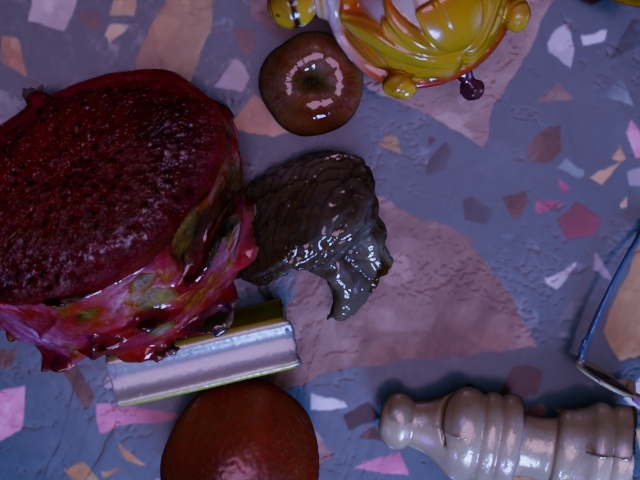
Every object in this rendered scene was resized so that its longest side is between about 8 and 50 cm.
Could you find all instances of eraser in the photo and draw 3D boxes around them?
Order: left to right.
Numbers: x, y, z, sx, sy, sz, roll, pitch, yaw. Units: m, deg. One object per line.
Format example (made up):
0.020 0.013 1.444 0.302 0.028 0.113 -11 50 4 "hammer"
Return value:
-0.140 0.130 1.712 0.226 0.158 0.069 -13 99 -1 "eraser"

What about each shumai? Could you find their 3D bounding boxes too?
0.000 0.000 1.728 0.206 0.166 0.175 -20 137 27 "shumai"

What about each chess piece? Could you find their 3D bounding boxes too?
0.222 0.251 1.771 0.307 0.124 0.138 9 138 1 "chess piece"

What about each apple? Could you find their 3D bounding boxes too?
-0.008 -0.185 1.714 0.126 0.102 0.126 0 93 3 "apple"

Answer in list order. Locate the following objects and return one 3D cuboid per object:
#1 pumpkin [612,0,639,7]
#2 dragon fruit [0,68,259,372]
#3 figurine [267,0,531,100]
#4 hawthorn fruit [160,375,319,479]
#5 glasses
0.258 -0.408 1.702 0.258 0.095 0.290 -4 95 10 "pumpkin"
-0.240 0.000 1.629 0.386 0.371 0.249 -27 132 1 "dragon fruit"
0.094 -0.312 1.640 0.320 0.196 0.323 -31 79 1 "figurine"
-0.088 0.244 1.729 0.197 0.196 0.225 11 65 -3 "hawthorn fruit"
0.424 0.105 1.796 0.190 0.088 0.220 18 75 -3 "glasses"
